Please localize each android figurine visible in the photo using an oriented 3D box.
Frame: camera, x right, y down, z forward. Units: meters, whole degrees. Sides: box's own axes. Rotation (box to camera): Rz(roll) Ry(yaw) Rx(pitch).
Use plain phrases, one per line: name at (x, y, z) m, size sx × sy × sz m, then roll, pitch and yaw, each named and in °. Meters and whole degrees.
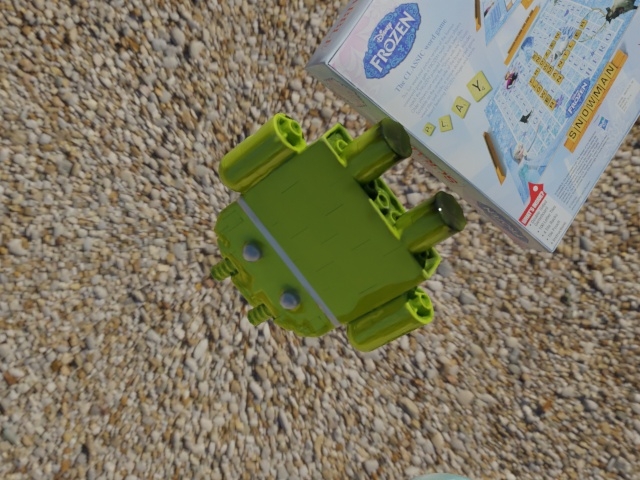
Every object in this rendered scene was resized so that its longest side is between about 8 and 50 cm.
android figurine at (0.000, 0.000, 0.791) m, size 0.272 × 0.056 × 0.248 m, roll -30°, pitch 100°, yaw 34°

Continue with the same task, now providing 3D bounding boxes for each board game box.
board game box at (0.197, -0.205, 0.815) m, size 0.318 × 0.066 × 0.319 m, roll 37°, pitch 83°, yaw -21°

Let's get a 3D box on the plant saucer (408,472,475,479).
plant saucer at (0.203, 0.363, 1.064) m, size 0.194 × 0.195 × 0.038 m, roll 23°, pitch 107°, yaw -4°
